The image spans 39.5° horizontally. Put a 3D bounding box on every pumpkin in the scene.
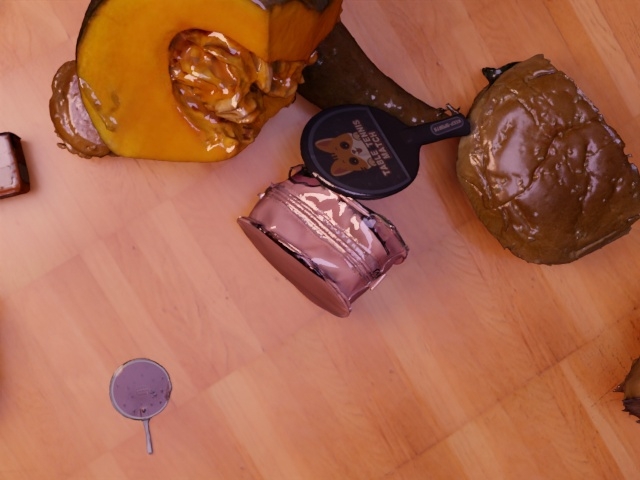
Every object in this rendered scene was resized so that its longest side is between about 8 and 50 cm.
[{"bbox_3d":[-0.130,-0.239,1.021,0.256,0.225,0.303,27,128,2],"label":"pumpkin"}]

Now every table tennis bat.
[{"bbox_3d":[0.086,-0.123,1.136,0.236,0.027,0.150,-16,61,-22],"label":"table tennis bat"}]

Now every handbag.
[{"bbox_3d":[0.001,-0.001,1.167,0.205,0.179,0.116,38,77,11],"label":"handbag"}]

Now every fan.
[{"bbox_3d":[-0.242,0.227,1.220,0.085,0.005,0.134,-9,92,-9],"label":"fan"}]

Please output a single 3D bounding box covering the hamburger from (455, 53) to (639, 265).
[{"bbox_3d":[0.294,-0.097,1.233,0.211,0.132,0.309,-34,98,-9],"label":"hamburger"}]

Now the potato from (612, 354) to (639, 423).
[{"bbox_3d":[0.583,0.144,1.248,0.288,0.300,0.237,29,63,-41],"label":"potato"}]

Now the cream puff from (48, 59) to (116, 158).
[{"bbox_3d":[-0.285,-0.175,1.151,0.126,0.103,0.144,9,91,-22],"label":"cream puff"}]

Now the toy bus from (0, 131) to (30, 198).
[{"bbox_3d":[-0.576,-0.055,1.115,0.408,0.093,0.092,-15,95,-7],"label":"toy bus"}]

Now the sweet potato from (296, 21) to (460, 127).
[{"bbox_3d":[-0.001,-0.251,1.184,0.422,0.130,0.130,38,86,-12],"label":"sweet potato"}]
